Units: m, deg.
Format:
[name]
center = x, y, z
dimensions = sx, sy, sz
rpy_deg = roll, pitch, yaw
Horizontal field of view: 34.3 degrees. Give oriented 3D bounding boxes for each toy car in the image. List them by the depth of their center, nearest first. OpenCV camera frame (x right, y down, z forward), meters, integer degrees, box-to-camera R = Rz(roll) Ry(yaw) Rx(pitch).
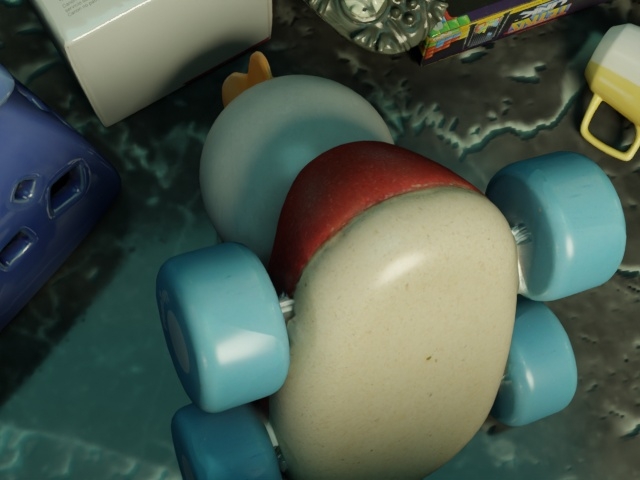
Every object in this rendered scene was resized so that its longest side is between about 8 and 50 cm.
[toy car]
center = 0.000, 0.000, 0.580
dimensions = 0.219, 0.210, 0.238
rpy_deg = -16, 47, -19

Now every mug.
[mug]
center = 0.198, -0.098, 0.648
dimensions = 0.064, 0.062, 0.078
rpy_deg = 33, 71, 14

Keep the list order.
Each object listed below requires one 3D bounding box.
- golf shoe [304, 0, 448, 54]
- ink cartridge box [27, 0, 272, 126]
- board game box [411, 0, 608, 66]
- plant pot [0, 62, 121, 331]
[golf shoe]
center = -0.010, -0.224, 0.641
dimensions = 0.105, 0.120, 0.273
rpy_deg = -31, 80, -5
[ink cartridge box]
center = -0.128, -0.188, 0.624
dimensions = 0.128, 0.127, 0.176
rpy_deg = -30, 79, -8
[board game box]
center = 0.099, -0.216, 0.680
dimensions = 0.141, 0.048, 0.170
rpy_deg = -19, 77, -8
[plant pot]
center = -0.278, -0.043, 0.542
dimensions = 0.236, 0.212, 0.236
rpy_deg = 38, 78, 8
